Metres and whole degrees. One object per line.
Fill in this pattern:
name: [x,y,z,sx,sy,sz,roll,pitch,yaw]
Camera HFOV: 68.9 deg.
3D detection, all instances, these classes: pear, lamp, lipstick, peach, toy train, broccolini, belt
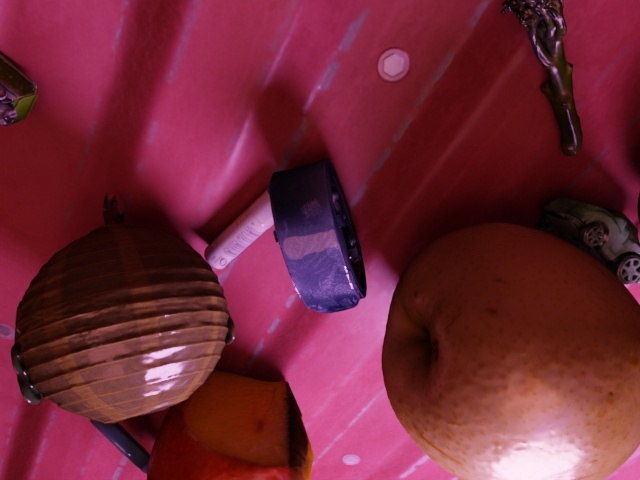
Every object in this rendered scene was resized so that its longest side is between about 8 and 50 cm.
pear: [0.226,0.134,0.547,0.309,0.309,0.309,2,123,3]
lamp: [-0.246,0.077,0.585,0.250,0.250,0.284,-19,79,15]
lipstick: [-0.100,-0.013,0.622,0.040,0.040,0.141,40,116,-20]
peach: [-0.147,0.379,0.731,0.242,0.306,0.380,8,128,-10]
toy train: [0.348,-0.002,0.577,0.081,0.099,0.149,-44,107,2]
broccolini: [0.246,-0.175,0.487,0.067,0.058,0.216,-22,119,13]
toy train: [-0.410,-0.202,0.502,0.202,0.081,0.060,41,116,-12]
belt: [0.000,0.000,0.565,0.082,0.141,0.190,-13,124,13]

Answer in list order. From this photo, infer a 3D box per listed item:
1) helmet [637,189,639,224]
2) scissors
helmet: [0.445,-0.037,0.481,0.216,0.193,0.189,26,114,-8]
scissors: [-0.325,0.436,0.896,0.193,0.029,0.447,20,142,35]
